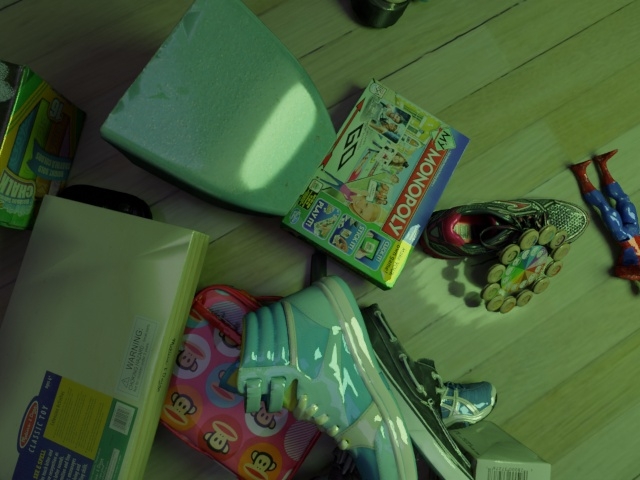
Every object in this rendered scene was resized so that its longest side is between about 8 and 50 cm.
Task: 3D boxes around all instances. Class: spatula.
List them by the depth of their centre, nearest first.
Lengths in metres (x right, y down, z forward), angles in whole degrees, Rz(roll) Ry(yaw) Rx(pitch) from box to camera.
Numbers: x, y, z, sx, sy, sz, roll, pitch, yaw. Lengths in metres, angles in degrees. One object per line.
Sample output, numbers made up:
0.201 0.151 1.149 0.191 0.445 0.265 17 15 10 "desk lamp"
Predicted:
0.000 0.000 0.713 0.084 0.030 0.297 2 85 -6 "spatula"

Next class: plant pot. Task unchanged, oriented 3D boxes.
-0.125 -0.164 0.621 0.252 0.248 0.247 34 83 -14 "plant pot"

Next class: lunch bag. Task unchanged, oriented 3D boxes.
-0.112 0.211 0.648 0.293 0.120 0.258 37 79 -2 "lunch bag"

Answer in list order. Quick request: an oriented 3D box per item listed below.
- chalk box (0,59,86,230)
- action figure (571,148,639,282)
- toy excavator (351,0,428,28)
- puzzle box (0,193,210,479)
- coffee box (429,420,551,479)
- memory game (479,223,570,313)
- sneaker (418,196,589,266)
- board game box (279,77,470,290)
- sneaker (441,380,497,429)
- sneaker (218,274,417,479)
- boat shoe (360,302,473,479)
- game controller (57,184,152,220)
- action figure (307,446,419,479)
-0.520 -0.114 0.607 0.180 0.179 0.289 14 85 -4 "chalk box"
0.570 -0.028 0.715 0.091 0.139 0.280 -21 90 -5 "action figure"
0.233 -0.594 0.709 0.433 0.222 0.445 39 75 -2 "toy excavator"
-0.340 0.155 0.578 0.272 0.052 0.409 14 85 15 "puzzle box"
0.249 0.461 0.627 0.118 0.168 0.297 6 85 -4 "coffee box"
0.353 0.054 0.688 0.186 0.012 0.186 -13 126 -19 "memory game"
0.331 -0.015 0.702 0.299 0.112 0.121 -8 86 -6 "sneaker"
0.102 -0.103 0.704 0.213 0.046 0.317 31 76 -2 "board game box"
0.199 0.270 0.682 0.211 0.080 0.081 -12 88 -6 "sneaker"
-0.016 0.222 0.537 0.208 0.127 0.319 -15 71 -21 "sneaker"
0.143 0.226 0.622 0.102 0.108 0.301 -33 53 -6 "boat shoe"
-0.388 0.070 0.657 0.166 0.067 0.319 13 84 -4 "game controller"
0.033 0.404 0.642 0.285 0.099 0.185 -28 106 2 "action figure"
